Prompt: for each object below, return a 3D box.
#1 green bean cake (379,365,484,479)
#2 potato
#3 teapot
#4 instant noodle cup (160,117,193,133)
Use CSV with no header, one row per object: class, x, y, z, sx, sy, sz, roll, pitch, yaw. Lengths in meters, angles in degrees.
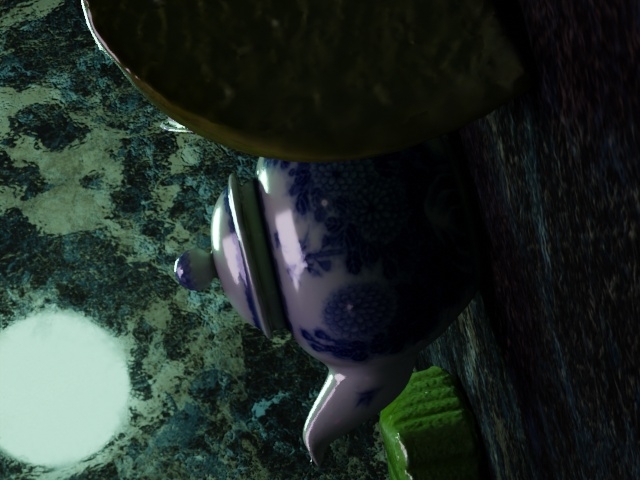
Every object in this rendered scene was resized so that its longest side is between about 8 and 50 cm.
green bean cake,0.156,0.303,1.864,0.248,0.125,0.222,-109,7,-70
potato,-0.046,-0.161,0.906,0.330,0.213,0.280,61,174,8
teapot,0.000,0.000,1.294,0.252,0.280,0.424,-117,16,-85
instant noodle cup,-0.066,-0.297,1.964,0.340,0.340,0.266,-102,10,-79
